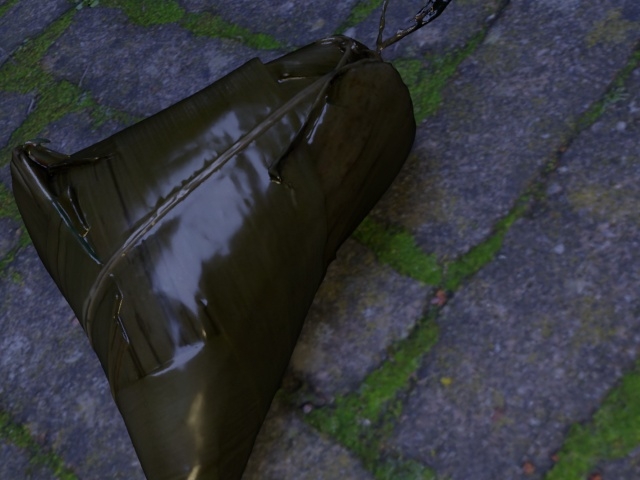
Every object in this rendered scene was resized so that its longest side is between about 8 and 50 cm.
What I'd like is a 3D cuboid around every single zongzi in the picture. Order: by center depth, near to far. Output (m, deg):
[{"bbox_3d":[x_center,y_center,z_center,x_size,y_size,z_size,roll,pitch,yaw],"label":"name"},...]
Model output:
[{"bbox_3d":[0.000,0.000,0.718,0.447,0.181,0.418,-29,61,-1],"label":"zongzi"}]
